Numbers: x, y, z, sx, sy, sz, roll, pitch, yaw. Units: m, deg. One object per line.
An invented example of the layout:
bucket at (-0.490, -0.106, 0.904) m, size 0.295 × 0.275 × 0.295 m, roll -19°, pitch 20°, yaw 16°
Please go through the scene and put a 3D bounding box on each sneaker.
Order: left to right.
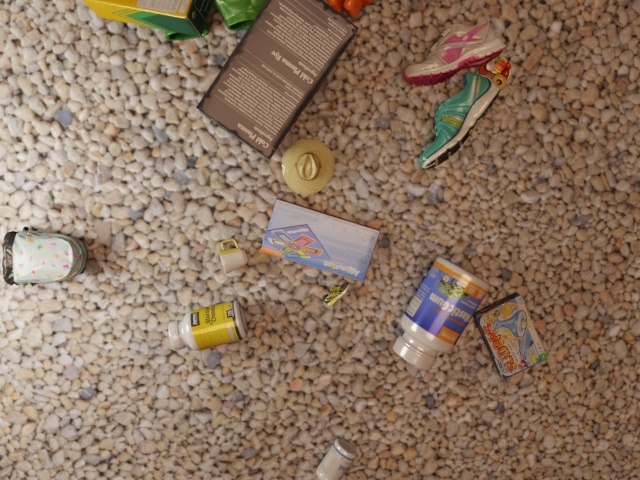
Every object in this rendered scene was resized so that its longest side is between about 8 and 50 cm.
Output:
sneaker at (0.040, 0.136, 1.468) m, size 0.035 × 0.031 × 0.083 m, roll 44°, pitch 93°, yaw -9°
sneaker at (0.316, -0.463, 1.368) m, size 0.253 × 0.103 × 0.111 m, roll -22°, pitch 89°, yaw 0°
sneaker at (0.331, -0.297, 1.404) m, size 0.110 × 0.107 × 0.275 m, roll 37°, pitch 90°, yaw 11°

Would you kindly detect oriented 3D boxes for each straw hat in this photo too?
straw hat at (-0.030, -0.184, 1.399) m, size 0.145 × 0.061 × 0.144 m, roll -1°, pitch 99°, yaw -3°

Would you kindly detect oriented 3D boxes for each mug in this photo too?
mug at (-0.222, 0.040, 1.422) m, size 0.064 × 0.062 × 0.078 m, roll -17°, pitch 106°, yaw -9°

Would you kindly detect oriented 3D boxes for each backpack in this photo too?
backpack at (-0.670, 0.046, 1.362) m, size 0.182 × 0.115 × 0.151 m, roll 1°, pitch 96°, yaw -7°

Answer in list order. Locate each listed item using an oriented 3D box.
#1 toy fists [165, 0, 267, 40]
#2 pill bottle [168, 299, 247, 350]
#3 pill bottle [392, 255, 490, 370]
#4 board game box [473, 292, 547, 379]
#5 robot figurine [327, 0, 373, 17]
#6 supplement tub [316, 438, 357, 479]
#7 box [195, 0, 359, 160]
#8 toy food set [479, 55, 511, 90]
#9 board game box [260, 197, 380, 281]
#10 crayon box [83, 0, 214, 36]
toy fists at (-0.254, -0.567, 1.306) m, size 0.280 × 0.096 × 0.142 m, roll -11°, pitch 95°, yaw -1°
pill bottle at (-0.285, 0.221, 1.421) m, size 0.184 × 0.103 × 0.103 m, roll -14°, pitch 100°, yaw -2°
pill bottle at (0.302, 0.191, 1.435) m, size 0.152 × 0.152 × 0.271 m, roll 29°, pitch 95°, yaw -8°
board game box at (0.515, 0.261, 1.520) m, size 0.136 × 0.035 × 0.201 m, roll -26°, pitch 100°, yaw 0°
robot figurine at (0.088, -0.640, 1.304) m, size 0.128 × 0.158 × 0.219 m, roll 15°, pitch 98°, yaw -35°
supplement tub at (0.044, 0.604, 1.522) m, size 0.071 × 0.071 × 0.107 m, roll 31°, pitch 96°, yaw -8°
box at (-0.099, -0.355, 1.224) m, size 0.179 × 0.343 × 0.312 m, roll 34°, pitch 94°, yaw -10°
toy food set at (0.444, -0.428, 1.415) m, size 0.083 × 0.020 × 0.083 m, roll 28°, pitch 96°, yaw -8°
board game box at (0.000, 0.000, 1.447) m, size 0.282 × 0.027 × 0.144 m, roll 17°, pitch 96°, yaw -7°
crayon box at (-0.382, -0.582, 1.224) m, size 0.323 × 0.083 × 0.202 m, roll 16°, pitch 83°, yaw 15°
